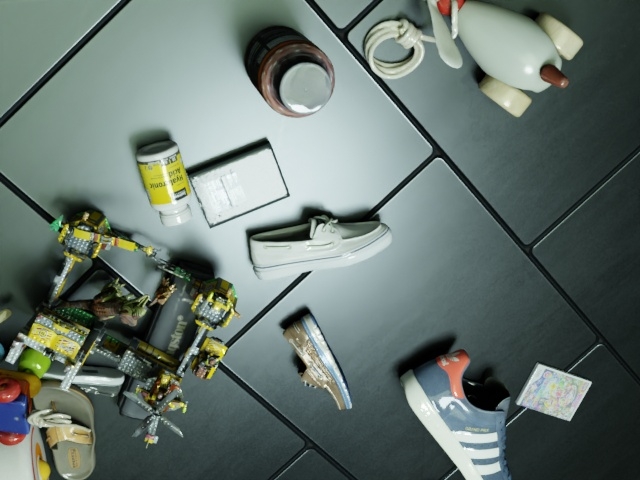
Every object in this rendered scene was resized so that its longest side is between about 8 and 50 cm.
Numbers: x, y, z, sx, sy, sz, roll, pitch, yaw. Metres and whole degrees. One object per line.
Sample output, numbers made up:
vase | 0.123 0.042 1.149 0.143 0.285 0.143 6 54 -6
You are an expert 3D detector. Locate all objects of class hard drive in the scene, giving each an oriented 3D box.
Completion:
hard drive | -0.124 -0.085 1.440 0.135 0.022 0.094 -22 115 -4

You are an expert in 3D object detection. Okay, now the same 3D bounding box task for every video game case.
video game case | 0.427 0.277 1.726 0.122 0.011 0.087 20 105 -20

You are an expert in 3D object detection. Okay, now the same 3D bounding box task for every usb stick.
usb stick | -0.245 0.165 1.496 0.077 0.045 0.278 19 105 -19

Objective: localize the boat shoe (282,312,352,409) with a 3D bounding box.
boat shoe | -0.005 0.209 1.568 0.066 0.066 0.183 -25 105 2

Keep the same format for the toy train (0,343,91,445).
toy train | -0.432 0.216 1.382 0.248 0.143 0.105 8 124 4

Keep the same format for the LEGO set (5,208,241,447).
LEGO set | -0.285 0.121 1.357 0.331 0.192 0.255 36 103 -10

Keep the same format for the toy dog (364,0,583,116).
toy dog | 0.245 -0.301 1.369 0.334 0.161 0.220 12 108 -18

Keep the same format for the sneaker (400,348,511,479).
sneaker | 0.289 0.333 1.648 0.148 0.131 0.350 -35 115 6

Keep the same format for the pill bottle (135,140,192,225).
pill bottle | -0.227 -0.083 1.392 0.065 0.065 0.116 -17 115 -7

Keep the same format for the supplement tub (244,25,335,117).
supplement tub | -0.041 -0.230 1.306 0.106 0.198 0.106 -5 113 -12

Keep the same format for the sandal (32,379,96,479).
sandal | -0.403 0.310 1.490 0.090 0.060 0.219 -1 123 -5

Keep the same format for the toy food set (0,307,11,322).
toy food set | -0.553 0.059 1.388 0.132 0.038 0.192 -31 107 -7

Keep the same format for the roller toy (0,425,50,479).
roller toy | -0.487 0.359 1.436 0.146 0.209 0.191 -9 137 -10

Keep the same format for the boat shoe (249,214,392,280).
boat shoe | 0.000 0.000 1.470 0.226 0.083 0.075 -17 115 -6

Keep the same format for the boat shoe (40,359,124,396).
boat shoe | -0.381 0.221 1.484 0.142 0.049 0.040 10 109 -20
